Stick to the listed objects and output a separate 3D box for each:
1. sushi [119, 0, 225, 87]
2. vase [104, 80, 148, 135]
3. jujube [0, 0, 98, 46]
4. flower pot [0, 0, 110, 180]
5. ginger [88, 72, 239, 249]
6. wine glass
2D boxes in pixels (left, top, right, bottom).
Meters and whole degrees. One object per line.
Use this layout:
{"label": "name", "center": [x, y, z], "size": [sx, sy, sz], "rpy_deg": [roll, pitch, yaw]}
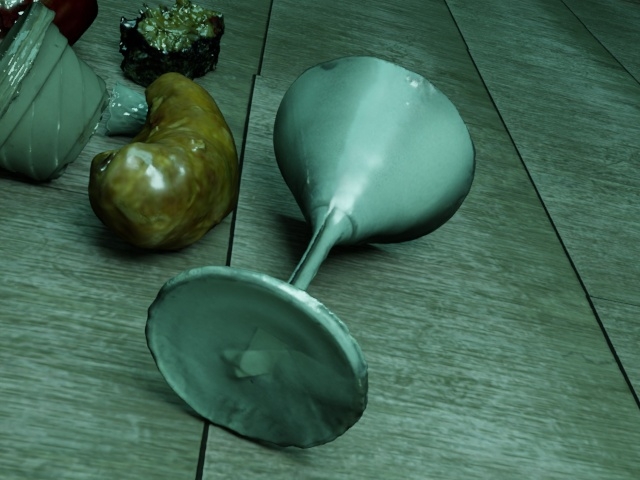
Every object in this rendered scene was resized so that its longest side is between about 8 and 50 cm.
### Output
{"label": "sushi", "center": [-0.260, -0.350, 1.254], "size": [0.147, 0.115, 0.212], "rpy_deg": [26, 36, 13]}
{"label": "vase", "center": [-0.233, -0.176, 1.056], "size": [0.148, 0.081, 0.081], "rpy_deg": [12, 34, -15]}
{"label": "jujube", "center": [-0.526, -0.384, 1.082], "size": [0.376, 0.258, 0.258], "rpy_deg": [-16, 45, -44]}
{"label": "flower pot", "center": [-0.354, -0.166, 0.891], "size": [0.140, 0.235, 0.235], "rpy_deg": [32, 27, -27]}
{"label": "ginger", "center": [-0.183, -0.088, 0.891], "size": [0.165, 0.172, 0.321], "rpy_deg": [-21, 28, 11]}
{"label": "wine glass", "center": [0.000, 0.000, 0.768], "size": [0.267, 0.267, 0.406], "rpy_deg": [22, 40, 8]}
